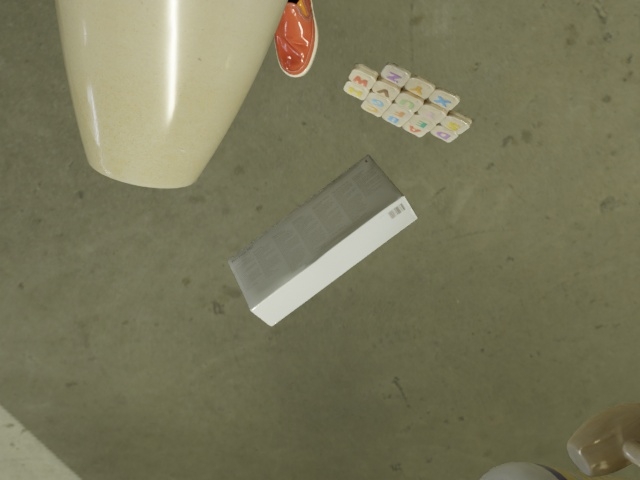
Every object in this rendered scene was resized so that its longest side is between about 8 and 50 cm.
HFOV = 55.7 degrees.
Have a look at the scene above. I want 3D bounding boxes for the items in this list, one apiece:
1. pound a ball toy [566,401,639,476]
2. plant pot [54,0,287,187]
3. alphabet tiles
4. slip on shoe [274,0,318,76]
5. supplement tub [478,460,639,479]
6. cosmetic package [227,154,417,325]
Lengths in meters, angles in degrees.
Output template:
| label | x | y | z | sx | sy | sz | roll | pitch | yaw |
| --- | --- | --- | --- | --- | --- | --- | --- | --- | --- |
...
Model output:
| label | x | y | z | sx | sy | sz | roll | pitch | yaw |
| --- | --- | --- | --- | --- | --- | --- | --- | --- | --- |
| pound a ball toy | 0.265 | 0.279 | 0.399 | 0.136 | 0.319 | 0.208 | -25 | 102 | 2 |
| plant pot | -0.174 | -0.207 | 0.668 | 0.256 | 0.256 | 0.274 | 11 | 113 | -11 |
| alphabet tiles | 0.189 | -0.302 | 1.347 | 0.284 | 0.278 | 0.021 | 25 | 82 | -5 |
| slip on shoe | -0.072 | -0.557 | 1.452 | 0.123 | 0.101 | 0.331 | 15 | 123 | 21 |
| supplement tub | 0.365 | 0.415 | 0.743 | 0.331 | 0.241 | 0.241 | 13 | 123 | -12 |
| cosmetic package | 0.000 | 0.000 | 0.797 | 0.239 | 0.099 | 0.060 | -36 | 141 | 5 |
